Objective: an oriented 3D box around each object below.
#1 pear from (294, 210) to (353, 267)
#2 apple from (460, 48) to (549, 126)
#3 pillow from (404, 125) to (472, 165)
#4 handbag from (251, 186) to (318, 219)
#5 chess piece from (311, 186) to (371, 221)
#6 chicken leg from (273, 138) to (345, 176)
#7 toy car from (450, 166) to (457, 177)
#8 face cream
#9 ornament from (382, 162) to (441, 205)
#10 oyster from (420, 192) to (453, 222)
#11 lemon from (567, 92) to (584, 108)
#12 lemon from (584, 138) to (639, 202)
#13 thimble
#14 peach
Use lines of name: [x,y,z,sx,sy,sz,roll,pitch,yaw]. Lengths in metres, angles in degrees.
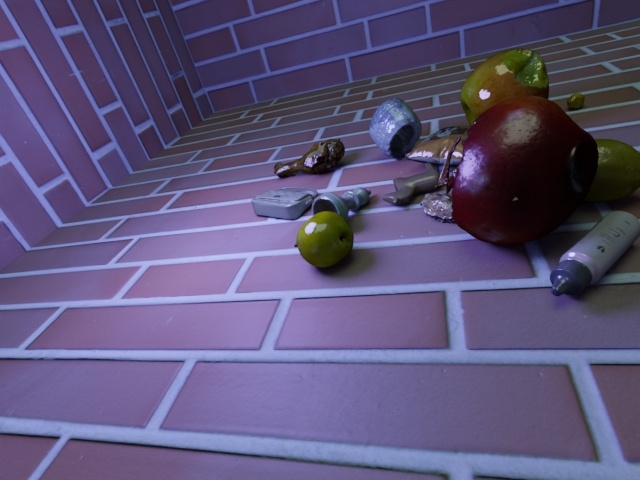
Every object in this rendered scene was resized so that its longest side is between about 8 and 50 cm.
pear: [0.000,0.000,1.260,0.216,0.166,0.180,-13,37,52]
apple: [0.753,-0.601,1.656,0.339,0.339,0.339,-12,32,8]
pillow: [0.551,-0.385,1.619,0.312,0.119,0.310,16,38,41]
handbag: [-0.141,-0.175,1.668,0.256,0.079,0.219,9,36,34]
chess piece: [0.103,-0.140,1.465,0.139,0.139,0.272,13,32,40]
chicken leg: [-0.054,-0.363,1.875,0.361,0.140,0.211,-22,9,10]
toy car: [0.507,-0.195,1.394,0.126,0.098,0.161,14,5,0]
face cream: [0.635,0.039,0.941,0.311,0.092,0.092,-34,35,-23]
ornament: [0.337,-0.205,1.495,0.230,0.061,0.245,-14,27,7]
oyster: [0.402,-0.125,1.332,0.133,0.072,0.209,-6,31,12]
lemon: [1.121,-0.613,1.761,0.092,0.065,0.065,-22,30,-26]
lemon: [0.804,-0.199,1.149,0.248,0.184,0.184,7,38,22]
thimble: [0.331,-0.480,1.754,0.205,0.250,0.172,-25,62,-12]
peach: [0.536,-0.184,1.063,0.310,0.335,0.406,23,79,53]
